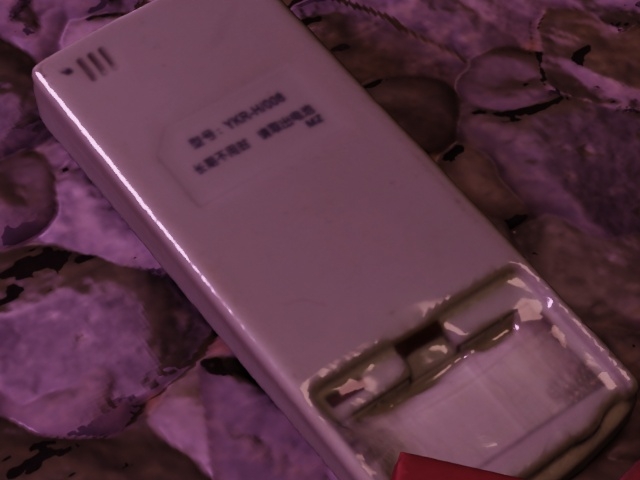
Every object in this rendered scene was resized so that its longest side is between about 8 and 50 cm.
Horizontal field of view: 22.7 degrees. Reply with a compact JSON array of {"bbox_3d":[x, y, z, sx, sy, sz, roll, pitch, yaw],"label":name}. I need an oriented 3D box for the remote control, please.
[{"bbox_3d":[0.000,0.000,0.662,0.123,0.038,0.285,-31,62,-22],"label":"remote control"}]

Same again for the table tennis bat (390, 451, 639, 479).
[{"bbox_3d":[0.173,0.123,0.554,0.310,0.038,0.200,11,53,-1],"label":"table tennis bat"}]
